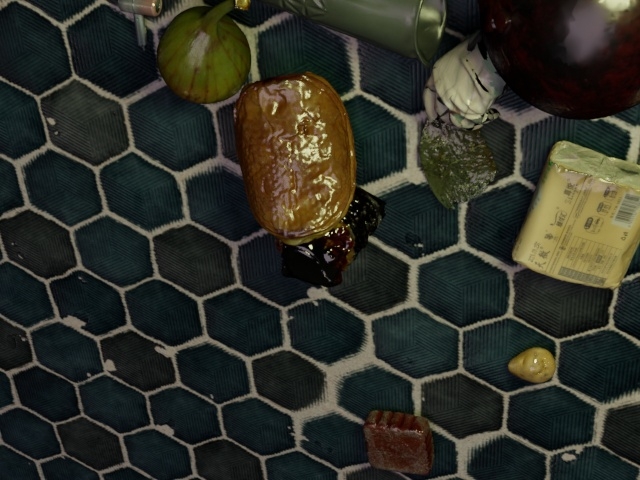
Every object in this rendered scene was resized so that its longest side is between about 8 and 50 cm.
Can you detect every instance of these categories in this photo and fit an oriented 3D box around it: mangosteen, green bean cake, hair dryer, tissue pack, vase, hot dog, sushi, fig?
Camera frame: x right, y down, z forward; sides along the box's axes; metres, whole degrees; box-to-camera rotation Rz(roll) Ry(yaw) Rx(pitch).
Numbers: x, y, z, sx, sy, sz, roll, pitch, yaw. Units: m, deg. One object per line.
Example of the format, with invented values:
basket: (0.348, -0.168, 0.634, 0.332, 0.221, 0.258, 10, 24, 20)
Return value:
mangosteen: (0.379, -0.309, 1.439, 0.346, 0.307, 0.307, -1, 132, -15)
green bean cake: (0.158, 0.403, 2.218, 0.135, 0.056, 0.136, 3, 127, 18)
hair dryer: (-0.292, -0.358, 1.827, 0.063, 0.037, 0.114, 13, 137, 11)
tissue pack: (0.419, -0.034, 1.751, 0.186, 0.090, 0.222, 17, 132, 6)
vase: (0.034, -0.376, 1.590, 0.300, 0.156, 0.251, 16, 143, 10)
hot dog: (-0.041, -0.133, 1.796, 0.196, 0.122, 0.272, -10, 100, 8)
sushi: (0.000, 0.000, 1.906, 0.153, 0.150, 0.172, 30, 131, -3)
fig: (-0.175, -0.302, 1.699, 0.151, 0.151, 0.259, 31, 167, -3)

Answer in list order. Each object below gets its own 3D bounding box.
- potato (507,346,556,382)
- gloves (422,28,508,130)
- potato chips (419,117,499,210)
potato: (0.380, 0.225, 1.993, 0.083, 0.062, 0.068, -5, 111, 51)
gloves: (0.210, -0.227, 1.640, 0.128, 0.111, 0.212, 55, 137, 11)
potato chips: (0.224, -0.136, 1.794, 0.142, 0.026, 0.209, 23, 131, 1)
